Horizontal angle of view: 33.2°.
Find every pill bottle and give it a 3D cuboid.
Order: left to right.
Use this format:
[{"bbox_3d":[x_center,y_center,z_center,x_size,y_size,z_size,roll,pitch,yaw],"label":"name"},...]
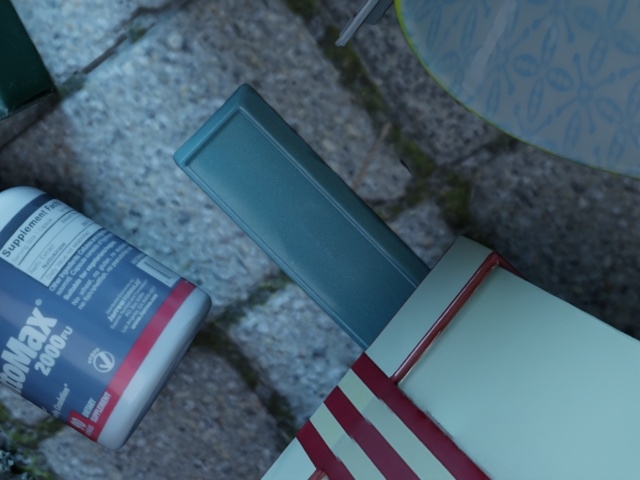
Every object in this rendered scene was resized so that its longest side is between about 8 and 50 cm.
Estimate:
[{"bbox_3d":[-0.165,0.032,0.624,0.180,0.108,0.108,32,113,0],"label":"pill bottle"}]

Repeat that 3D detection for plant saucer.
[{"bbox_3d":[0.000,0.000,0.627,0.192,0.018,0.067,45,112,-7],"label":"plant saucer"}]

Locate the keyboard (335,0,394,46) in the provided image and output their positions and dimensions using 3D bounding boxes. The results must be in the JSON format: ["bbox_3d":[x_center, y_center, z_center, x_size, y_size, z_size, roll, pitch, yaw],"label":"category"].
[{"bbox_3d":[0.090,-0.196,0.505,0.014,0.072,0.256,40,113,0],"label":"keyboard"}]

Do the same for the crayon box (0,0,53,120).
[{"bbox_3d":[-0.316,-0.180,0.581,0.203,0.083,0.322,-22,104,13],"label":"crayon box"}]

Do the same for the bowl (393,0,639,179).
[{"bbox_3d":[0.184,-0.149,0.440,0.290,0.289,0.156,8,70,9],"label":"bowl"}]

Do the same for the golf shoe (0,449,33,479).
[{"bbox_3d":[-0.267,0.132,0.708,0.086,0.069,0.176,-21,104,24],"label":"golf shoe"}]

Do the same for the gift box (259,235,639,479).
[{"bbox_3d":[0.114,0.185,0.516,0.255,0.258,0.276,-46,112,-2],"label":"gift box"}]
